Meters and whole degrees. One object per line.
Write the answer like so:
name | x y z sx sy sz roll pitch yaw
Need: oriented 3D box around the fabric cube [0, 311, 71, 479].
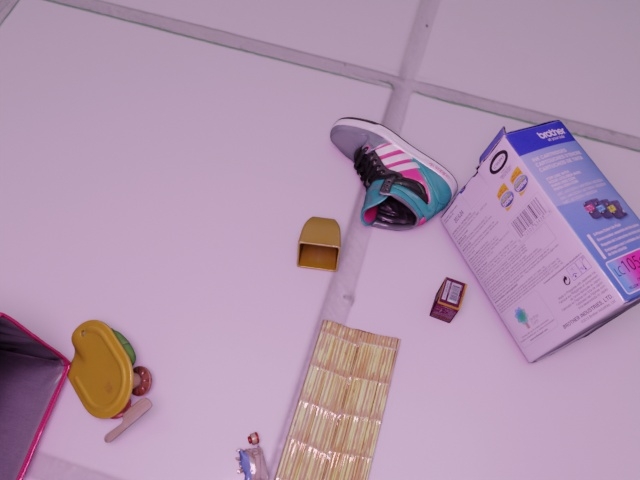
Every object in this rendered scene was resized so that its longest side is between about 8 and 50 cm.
fabric cube | -0.585 0.237 0.863 0.258 0.259 0.254 11 62 7

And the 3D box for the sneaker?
sneaker | 0.112 -0.120 1.177 0.295 0.124 0.178 32 57 12

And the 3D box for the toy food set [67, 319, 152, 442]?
toy food set | -0.354 0.235 1.006 0.128 0.071 0.218 -48 63 13

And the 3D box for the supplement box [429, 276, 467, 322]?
supplement box | 0.238 0.111 1.081 0.043 0.083 0.055 19 64 8

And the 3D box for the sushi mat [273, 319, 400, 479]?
sushi mat | 0.033 0.299 1.014 0.151 0.019 0.316 16 64 4

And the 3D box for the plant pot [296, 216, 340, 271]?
plant pot | 0.000 0.000 1.131 0.081 0.081 0.083 7 53 1

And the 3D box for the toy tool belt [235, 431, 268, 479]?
toy tool belt | -0.119 0.364 0.957 0.051 0.052 0.083 -11 63 -17

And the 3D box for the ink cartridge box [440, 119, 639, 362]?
ink cartridge box | 0.386 -0.021 1.043 0.151 0.270 0.395 -18 65 -26
